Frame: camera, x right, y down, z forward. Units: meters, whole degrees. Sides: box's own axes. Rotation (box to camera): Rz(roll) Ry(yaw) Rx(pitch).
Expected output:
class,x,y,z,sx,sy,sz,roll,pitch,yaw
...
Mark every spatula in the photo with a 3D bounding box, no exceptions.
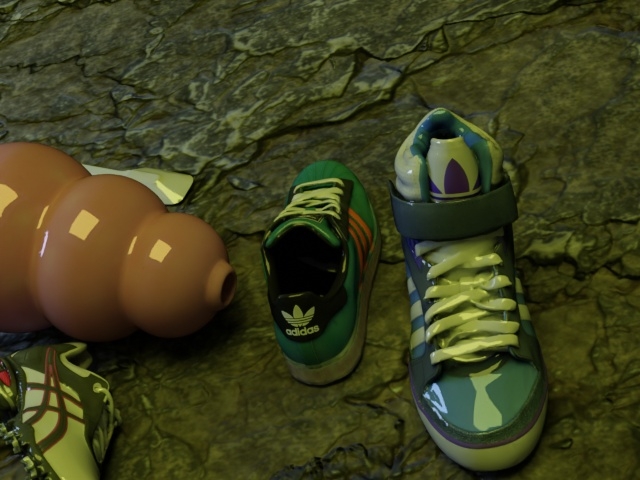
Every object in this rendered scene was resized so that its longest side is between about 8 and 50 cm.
class,x,y,z,sx,sy,sz,roll,pitch,yaw
spatula,-0.284,-0.038,1.773,0.242,0.019,0.168,9,53,29

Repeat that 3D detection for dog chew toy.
class,x,y,z,sx,sy,sz,roll,pitch,yaw
dog chew toy,-0.244,0.014,1.572,0.332,0.206,0.206,13,49,19

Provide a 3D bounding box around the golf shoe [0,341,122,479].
class,x,y,z,sx,sy,sz,roll,pitch,yaw
golf shoe,-0.244,0.184,1.450,0.120,0.105,0.273,-23,41,-17

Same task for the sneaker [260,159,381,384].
class,x,y,z,sx,sy,sz,roll,pitch,yaw
sneaker,0.000,0.000,1.549,0.108,0.121,0.302,-9,41,9

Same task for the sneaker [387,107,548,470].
class,x,y,z,sx,sy,sz,roll,pitch,yaw
sneaker,0.126,0.024,1.390,0.130,0.236,0.322,-10,41,9
